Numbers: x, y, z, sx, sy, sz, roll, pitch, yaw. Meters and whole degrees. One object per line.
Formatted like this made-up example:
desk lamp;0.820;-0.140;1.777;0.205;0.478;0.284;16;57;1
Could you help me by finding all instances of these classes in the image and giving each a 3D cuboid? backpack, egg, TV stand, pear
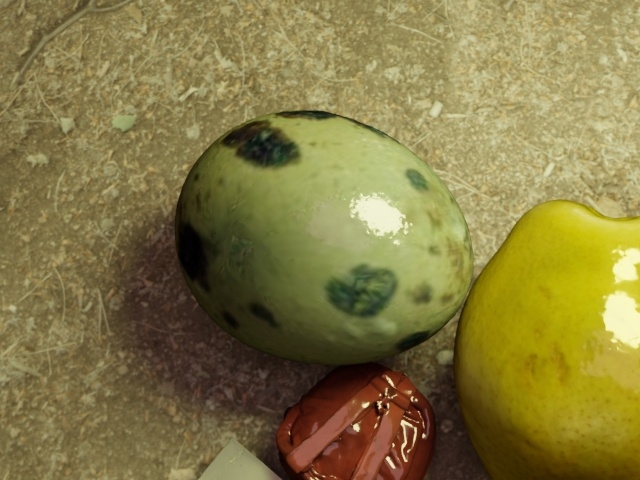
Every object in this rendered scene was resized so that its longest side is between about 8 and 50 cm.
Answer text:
backpack;0.056;0.273;1.133;0.229;0.139;0.229;-1;72;3
egg;0.000;0.000;1.111;0.428;0.345;0.345;22;72;34
TV stand;-0.043;0.397;1.129;0.269;0.083;0.088;37;75;15
pear;0.347;0.161;1.032;0.363;0.362;0.418;6;94;5
